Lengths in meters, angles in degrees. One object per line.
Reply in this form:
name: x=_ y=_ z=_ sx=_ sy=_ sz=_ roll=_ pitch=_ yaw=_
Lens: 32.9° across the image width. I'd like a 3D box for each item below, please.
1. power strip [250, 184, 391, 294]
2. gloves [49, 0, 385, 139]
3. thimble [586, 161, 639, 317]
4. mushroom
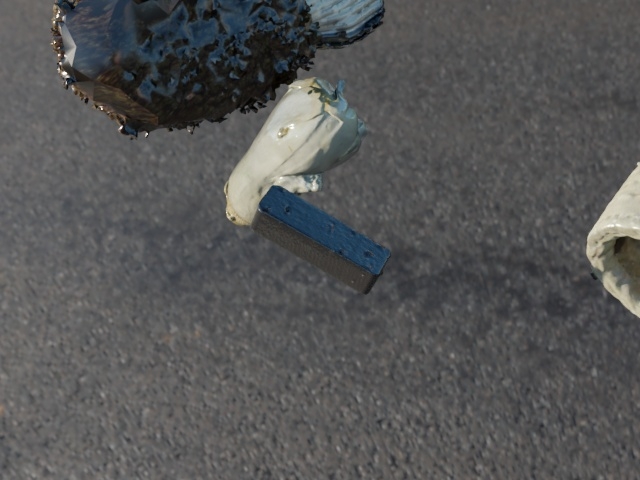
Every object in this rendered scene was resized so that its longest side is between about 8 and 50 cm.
power strip: x=0.000 y=0.000 z=0.849 sx=0.111 sy=0.029 sz=0.038 roll=30 pitch=43 yaw=4
gloves: x=-0.098 y=-0.215 z=1.003 sx=0.312 sy=0.210 sz=0.135 roll=-38 pitch=30 yaw=-20
thimble: x=0.269 y=0.001 z=0.827 sx=0.102 sy=0.115 sz=0.090 roll=11 pitch=51 yaw=46
mushroom: x=-0.039 y=-0.085 z=1.168 sx=0.096 sy=0.099 sz=0.278 roll=-47 pitch=3 yaw=-38
